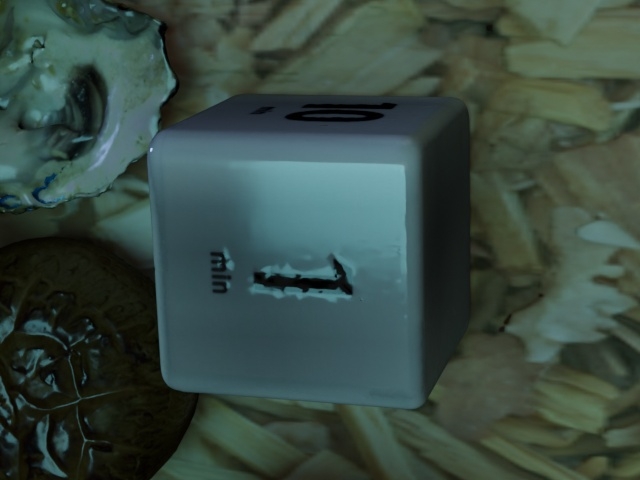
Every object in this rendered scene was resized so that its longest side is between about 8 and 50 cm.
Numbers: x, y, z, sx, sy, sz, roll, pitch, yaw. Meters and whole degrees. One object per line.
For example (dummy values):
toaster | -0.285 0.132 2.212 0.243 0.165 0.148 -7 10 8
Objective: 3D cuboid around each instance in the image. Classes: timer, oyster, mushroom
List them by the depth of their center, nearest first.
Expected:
timer | 0.000 0.000 1.013 0.195 0.192 0.194 2 106 17
oyster | -0.223 -0.118 1.107 0.223 0.083 0.214 18 113 8
mushroom | -0.221 0.119 1.141 0.253 0.153 0.253 3 98 22
